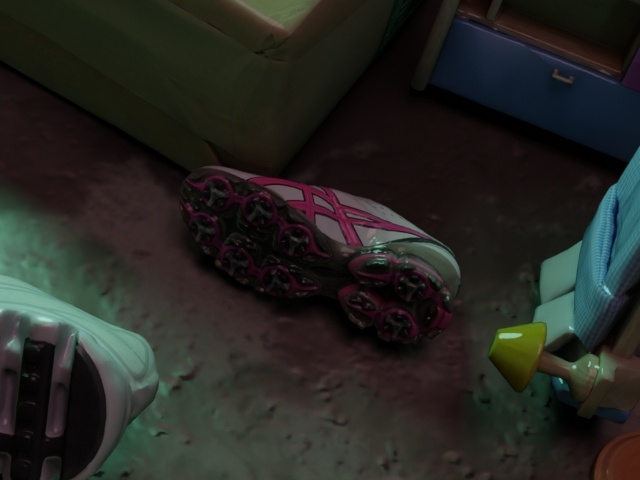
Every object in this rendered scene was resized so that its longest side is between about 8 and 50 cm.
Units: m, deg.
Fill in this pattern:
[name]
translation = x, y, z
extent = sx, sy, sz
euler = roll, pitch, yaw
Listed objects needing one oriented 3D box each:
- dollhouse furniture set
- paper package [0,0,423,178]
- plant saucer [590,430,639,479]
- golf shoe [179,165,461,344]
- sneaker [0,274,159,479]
[dollhouse furniture set]
translation = 0.161, -0.096, 0.764
extent = 0.198, 0.286, 0.303
euler = 21, 40, 1
[paper package]
translation = -0.080, -0.234, 0.881
extent = 0.309, 0.168, 0.325
euler = 31, 51, 7
[plant saucer]
translation = 0.206, 0.152, 0.762
extent = 0.083, 0.013, 0.083
euler = 8, 51, -10
[golf shoe]
translation = 0.000, 0.000, 0.797
extent = 0.186, 0.067, 0.086
euler = 25, 30, -1
[sneaker]
translation = -0.225, 0.053, 0.675
extent = 0.292, 0.110, 0.118
euler = 17, 12, 13
